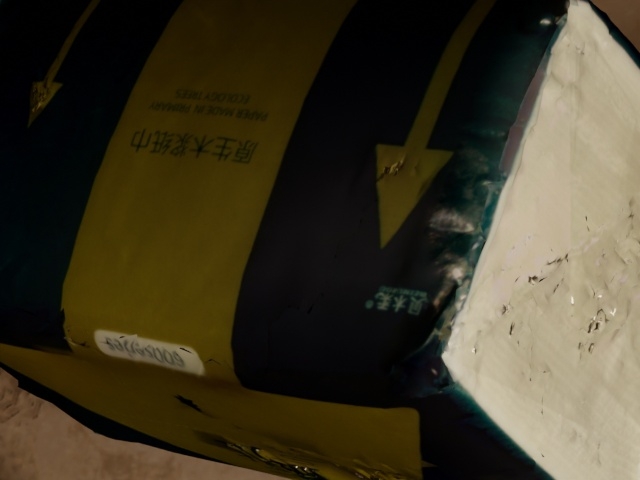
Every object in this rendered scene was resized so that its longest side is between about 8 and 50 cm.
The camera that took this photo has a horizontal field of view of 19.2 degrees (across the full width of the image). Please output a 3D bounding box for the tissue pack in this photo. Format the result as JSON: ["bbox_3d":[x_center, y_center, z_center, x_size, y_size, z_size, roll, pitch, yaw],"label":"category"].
[{"bbox_3d":[0.000,0.000,1.088,0.416,0.264,0.253,6,69,37],"label":"tissue pack"}]
